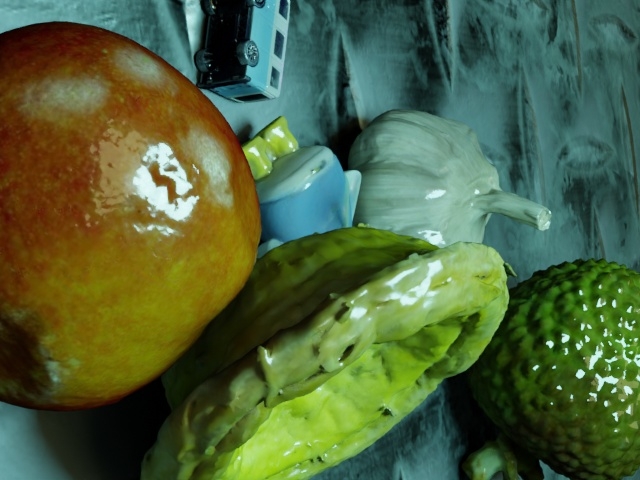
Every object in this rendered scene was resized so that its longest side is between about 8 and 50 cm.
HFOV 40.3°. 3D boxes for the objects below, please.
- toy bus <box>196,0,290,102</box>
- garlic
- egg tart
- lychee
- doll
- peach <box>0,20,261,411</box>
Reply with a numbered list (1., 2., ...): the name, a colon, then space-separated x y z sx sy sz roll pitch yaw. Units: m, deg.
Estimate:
1. toy bus: -0.066 -0.192 0.811 0.075 0.060 0.123 23 69 -54
2. garlic: 0.142 -0.043 0.944 0.218 0.212 0.219 -1 91 -57
3. egg tart: -0.004 0.088 0.698 0.345 0.345 0.132 1 52 -53
4. lychee: 0.313 0.178 1.105 0.270 0.270 0.320 -20 142 -52
5. doll: -0.001 0.000 0.840 0.135 0.098 0.241 -76 146 -60
6. peach: -0.159 -0.014 0.547 0.243 0.199 0.244 -12 108 -43
